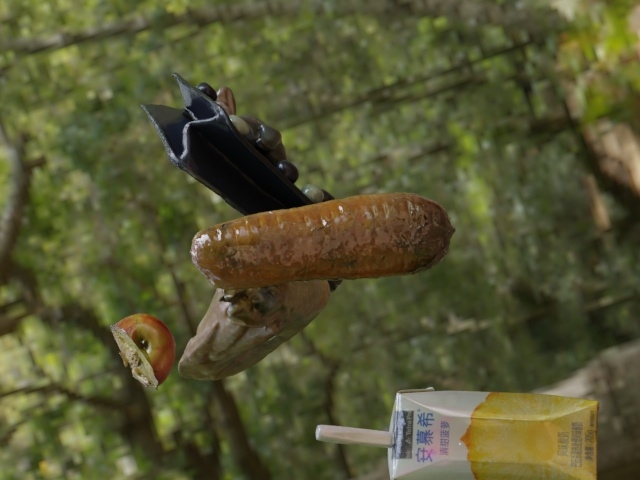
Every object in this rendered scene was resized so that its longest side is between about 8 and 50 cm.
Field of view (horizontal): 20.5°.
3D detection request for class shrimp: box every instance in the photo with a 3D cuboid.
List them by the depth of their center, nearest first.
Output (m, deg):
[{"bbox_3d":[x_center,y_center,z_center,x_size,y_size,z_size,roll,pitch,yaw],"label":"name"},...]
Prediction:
[{"bbox_3d":[-0.071,0.078,1.656,0.077,0.168,0.317,50,-177,12],"label":"shrimp"}]

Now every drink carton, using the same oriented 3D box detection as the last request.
[{"bbox_3d":[0.098,0.147,1.273,0.074,0.200,0.084,66,-153,-79],"label":"drink carton"}]

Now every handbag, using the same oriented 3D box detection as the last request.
[{"bbox_3d":[-0.085,-0.093,2.419,0.326,0.118,0.269,42,-176,-30],"label":"handbag"}]

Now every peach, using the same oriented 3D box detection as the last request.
[{"bbox_3d":[-0.203,0.127,2.102,0.098,0.061,0.098,47,160,23],"label":"peach"}]

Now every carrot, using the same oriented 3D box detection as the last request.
[{"bbox_3d":[0.000,0.000,1.222,0.060,0.186,0.060,175,90,-77],"label":"carrot"}]
